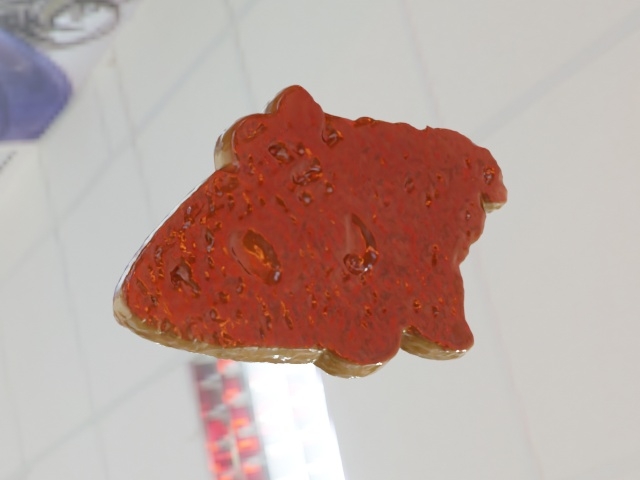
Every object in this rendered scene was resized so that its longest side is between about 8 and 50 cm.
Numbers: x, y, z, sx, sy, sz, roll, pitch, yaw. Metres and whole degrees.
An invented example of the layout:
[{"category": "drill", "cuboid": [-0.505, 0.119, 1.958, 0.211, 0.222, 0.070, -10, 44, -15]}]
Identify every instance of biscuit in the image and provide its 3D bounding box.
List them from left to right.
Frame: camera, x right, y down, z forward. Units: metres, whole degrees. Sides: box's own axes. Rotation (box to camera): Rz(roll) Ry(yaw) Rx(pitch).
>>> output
[{"category": "biscuit", "cuboid": [0.000, 0.000, 0.790, 0.162, 0.250, 0.035, 60, -41, 13]}]
